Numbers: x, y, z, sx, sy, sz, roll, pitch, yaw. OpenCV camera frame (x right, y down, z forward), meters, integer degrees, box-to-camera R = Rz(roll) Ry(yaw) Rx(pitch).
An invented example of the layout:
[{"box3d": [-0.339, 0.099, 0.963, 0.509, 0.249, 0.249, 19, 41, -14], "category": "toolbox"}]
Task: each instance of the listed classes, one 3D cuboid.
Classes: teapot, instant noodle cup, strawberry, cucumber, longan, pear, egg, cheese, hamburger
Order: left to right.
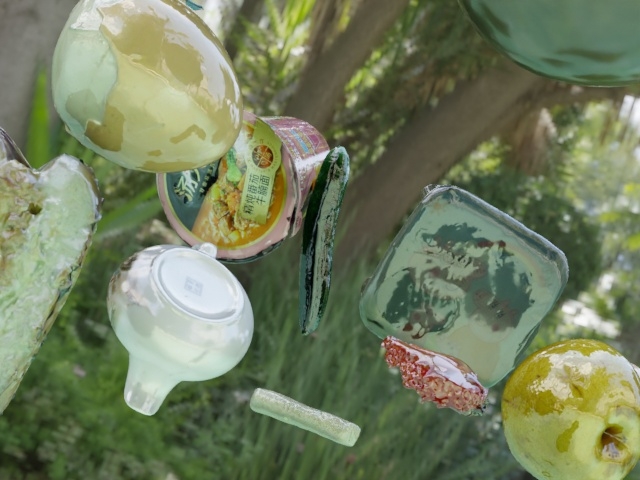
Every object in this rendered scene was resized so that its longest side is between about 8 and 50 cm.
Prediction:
[{"box3d": [-0.375, 0.037, 1.322, 0.195, 0.318, 0.277, 27, -8, -10], "category": "hamburger"}, {"box3d": [-0.198, -0.180, 1.394, 0.244, 0.201, 0.201, 33, -17, -20], "category": "egg"}, {"box3d": [-0.188, 0.096, 1.625, 0.204, 0.298, 0.139, 29, -56, -7], "category": "teapot"}, {"box3d": [-0.095, -0.103, 1.886, 0.244, 0.244, 0.255, 16, 16, 18], "category": "instant noodle cup"}, {"box3d": [-0.026, 0.289, 1.984, 0.194, 0.043, 0.065, 16, -8, 25], "category": "cheese"}, {"box3d": [0.000, 0.000, 1.791, 0.056, 0.284, 0.056, 10, 5, -1], "category": "cucumber"}, {"box3d": [0.134, 0.151, 1.392, 0.152, 0.048, 0.104, 37, 19, 24], "category": "strawberry"}, {"box3d": [0.344, 0.234, 1.659, 0.208, 0.209, 0.209, 19, -13, 5], "category": "pear"}, {"box3d": [0.273, -0.319, 1.118, 0.361, 0.361, 0.361, 19, -13, 5], "category": "longan"}]

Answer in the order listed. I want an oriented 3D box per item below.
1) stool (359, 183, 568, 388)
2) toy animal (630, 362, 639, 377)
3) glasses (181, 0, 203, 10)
[{"box3d": [0.255, 0.073, 2.244, 0.310, 0.310, 0.226, 33, 8, -5], "category": "stool"}, {"box3d": [0.513, 0.284, 2.188, 0.248, 0.165, 0.149, 19, 30, -29], "category": "toy animal"}, {"box3d": [-0.195, -0.292, 1.769, 0.088, 0.190, 0.220, -2, 7, 22], "category": "glasses"}]
